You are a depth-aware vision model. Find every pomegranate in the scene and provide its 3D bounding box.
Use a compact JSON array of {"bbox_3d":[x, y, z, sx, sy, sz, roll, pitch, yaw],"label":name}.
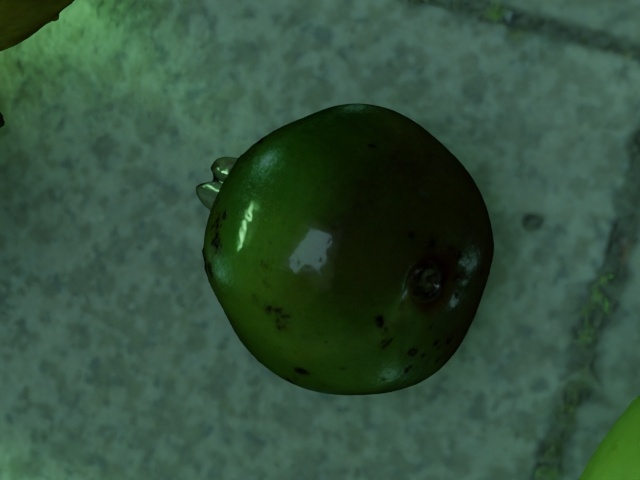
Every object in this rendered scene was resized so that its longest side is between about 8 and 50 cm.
[{"bbox_3d":[0.000,0.000,0.954,0.210,0.180,0.180,22,96,44],"label":"pomegranate"}]

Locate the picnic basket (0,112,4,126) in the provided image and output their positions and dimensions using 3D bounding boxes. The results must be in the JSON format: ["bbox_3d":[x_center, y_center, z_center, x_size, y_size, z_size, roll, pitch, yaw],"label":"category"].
[{"bbox_3d":[-0.407,-0.068,1.015,0.321,0.254,0.291,35,99,3],"label":"picnic basket"}]

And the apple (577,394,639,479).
[{"bbox_3d":[0.320,0.245,0.710,0.474,0.473,0.473,0,89,16],"label":"apple"}]

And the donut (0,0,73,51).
[{"bbox_3d":[-0.256,-0.233,0.982,0.108,0.277,0.277,-42,78,34],"label":"donut"}]
